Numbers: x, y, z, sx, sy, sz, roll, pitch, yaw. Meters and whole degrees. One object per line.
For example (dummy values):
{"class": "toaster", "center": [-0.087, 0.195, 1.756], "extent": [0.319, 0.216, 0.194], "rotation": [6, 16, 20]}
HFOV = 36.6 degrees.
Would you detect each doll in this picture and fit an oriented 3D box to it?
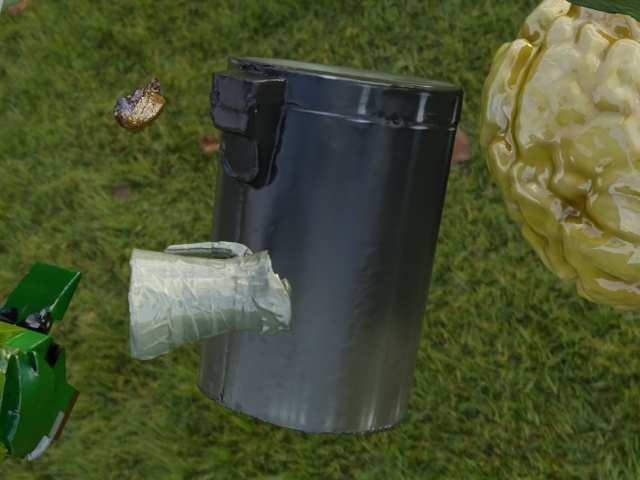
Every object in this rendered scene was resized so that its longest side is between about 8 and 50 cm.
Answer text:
{"class": "doll", "center": [-0.232, 0.088, 0.624], "extent": [0.106, 0.186, 0.134], "rotation": [15, 97, 19]}

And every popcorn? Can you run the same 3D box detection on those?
{"class": "popcorn", "center": [0.359, -0.113, 1.138], "extent": [0.354, 0.344, 0.390], "rotation": [18, 82, 16]}

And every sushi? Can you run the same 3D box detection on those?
{"class": "sushi", "center": [-0.218, -0.156, 1.142], "extent": [0.050, 0.047, 0.099], "rotation": [-28, 22, 25]}

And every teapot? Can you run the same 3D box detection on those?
{"class": "teapot", "center": [-0.056, 0.027, 0.495], "extent": [0.083, 0.057, 0.067], "rotation": [-2, 47, -4]}

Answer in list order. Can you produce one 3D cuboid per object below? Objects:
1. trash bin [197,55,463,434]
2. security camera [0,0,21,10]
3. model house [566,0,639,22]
{"class": "trash bin", "center": [0.000, 0.000, 0.853], "extent": [0.203, 0.252, 0.301], "rotation": [18, 107, 39]}
{"class": "security camera", "center": [-0.307, -0.204, 0.662], "extent": [0.194, 0.194, 0.236], "rotation": [7, 45, 24]}
{"class": "model house", "center": [0.191, -0.238, 0.610], "extent": [0.214, 0.189, 0.195], "rotation": [34, 119, 54]}
